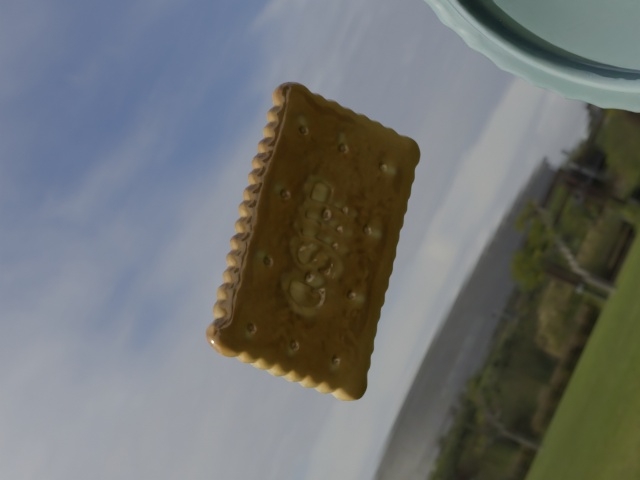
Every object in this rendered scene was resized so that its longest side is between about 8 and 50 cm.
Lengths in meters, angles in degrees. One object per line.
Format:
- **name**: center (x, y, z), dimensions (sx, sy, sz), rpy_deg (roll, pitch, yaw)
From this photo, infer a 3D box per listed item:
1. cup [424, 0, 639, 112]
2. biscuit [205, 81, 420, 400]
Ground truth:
- **cup**: center (0.185, -0.265, 0.661), dimensions (0.331, 0.256, 0.311), rpy_deg (103, -169, -48)
- **biscuit**: center (0.001, 0.000, 1.225), dimensions (0.030, 0.160, 0.250), rpy_deg (-15, 56, 58)
